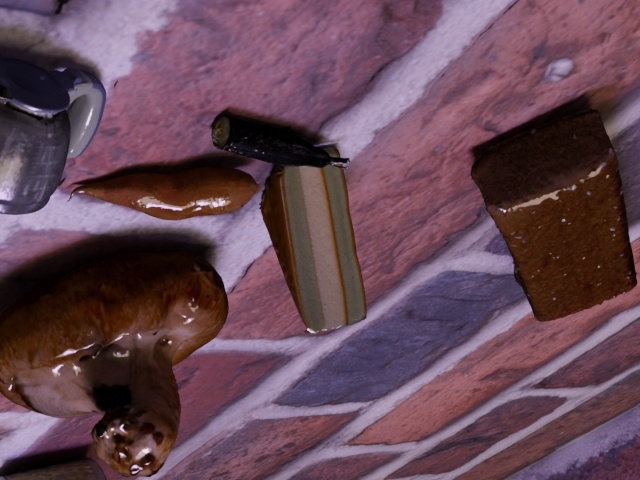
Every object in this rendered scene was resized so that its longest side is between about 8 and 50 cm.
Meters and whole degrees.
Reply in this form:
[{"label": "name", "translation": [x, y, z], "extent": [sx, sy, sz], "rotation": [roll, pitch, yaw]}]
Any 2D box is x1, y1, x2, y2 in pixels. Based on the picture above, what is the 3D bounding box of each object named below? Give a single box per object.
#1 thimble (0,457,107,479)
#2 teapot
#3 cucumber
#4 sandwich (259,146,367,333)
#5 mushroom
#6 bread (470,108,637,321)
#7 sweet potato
[{"label": "thimble", "translation": [-0.410, 0.487, 1.663], "extent": [0.150, 0.271, 0.271], "rotation": [-9, 152, -26]}, {"label": "teapot", "translation": [-0.236, -0.087, 0.858], "extent": [0.149, 0.111, 0.108], "rotation": [12, 126, -39]}, {"label": "cucumber", "translation": [-0.038, -0.094, 1.060], "extent": [0.043, 0.039, 0.163], "rotation": [13, -176, 44]}, {"label": "sandwich", "translation": [0.000, 0.000, 1.122], "extent": [0.079, 0.163, 0.113], "rotation": [-11, 152, -18]}, {"label": "mushroom", "translation": [-0.241, 0.136, 1.200], "extent": [0.267, 0.254, 0.267], "rotation": [6, 166, 1]}, {"label": "bread", "translation": [0.310, -0.020, 1.360], "extent": [0.165, 0.113, 0.416], "rotation": [-24, 152, 8]}, {"label": "sweet potato", "translation": [-0.154, -0.047, 1.058], "extent": [0.195, 0.056, 0.056], "rotation": [-3, 150, -20]}]
